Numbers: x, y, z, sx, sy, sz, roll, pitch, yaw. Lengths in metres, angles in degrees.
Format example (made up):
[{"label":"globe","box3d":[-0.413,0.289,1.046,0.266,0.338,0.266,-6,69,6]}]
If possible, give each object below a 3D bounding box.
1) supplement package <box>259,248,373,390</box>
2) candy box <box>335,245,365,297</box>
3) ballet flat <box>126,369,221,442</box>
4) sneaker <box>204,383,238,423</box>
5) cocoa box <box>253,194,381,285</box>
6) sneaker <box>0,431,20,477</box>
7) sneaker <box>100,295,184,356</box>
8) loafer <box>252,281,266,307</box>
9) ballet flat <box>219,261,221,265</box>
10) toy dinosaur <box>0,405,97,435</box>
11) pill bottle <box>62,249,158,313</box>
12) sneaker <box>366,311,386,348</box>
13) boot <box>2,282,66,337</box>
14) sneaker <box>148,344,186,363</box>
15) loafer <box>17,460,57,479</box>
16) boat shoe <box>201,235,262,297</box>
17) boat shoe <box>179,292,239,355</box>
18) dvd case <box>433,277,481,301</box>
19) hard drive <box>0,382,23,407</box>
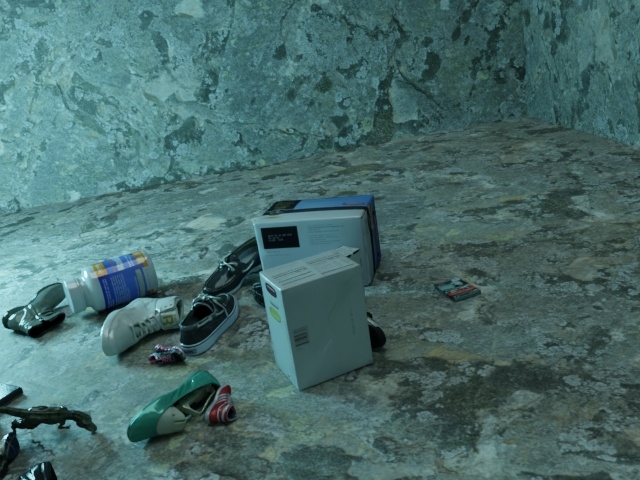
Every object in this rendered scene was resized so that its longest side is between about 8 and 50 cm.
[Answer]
[{"label":"supplement package","box3d":[-0.009,0.184,1.637,0.204,0.261,0.145,-16,21,-20]},{"label":"candy box","box3d":[0.036,0.126,1.924,0.070,0.164,0.196,10,27,39]},{"label":"ballet flat","box3d":[-0.312,0.372,1.524,0.087,0.083,0.247,20,34,29]},{"label":"sneaker","box3d":[-0.208,0.366,1.543,0.067,0.042,0.118,-6,27,20]},{"label":"cocoa box","box3d":[0.000,0.000,2.190,0.347,0.231,0.228,-3,20,16]},{"label":"sneaker","box3d":[-0.698,0.461,1.481,0.058,0.052,0.135,-15,17,4]},{"label":"sneaker","box3d":[-0.490,0.229,1.951,0.169,0.108,0.292,-7,18,14]},{"label":"loafer","box3d":[-0.101,0.161,2.039,0.220,0.080,0.078,7,15,26]},{"label":"ballet flat","box3d":[-0.260,0.083,2.342,0.173,0.049,0.057,-12,21,-9]},{"label":"toy dinosaur","box3d":[-0.641,0.398,1.542,0.268,0.064,0.118,7,-25,-19]},{"label":"pill bottle","box3d":[-0.677,0.138,2.215,0.272,0.152,0.152,-18,22,-27]},{"label":"sneaker","box3d":[0.105,0.208,1.789,0.097,0.084,0.235,-20,22,-32]},{"label":"boot","box3d":[-0.863,0.228,2.182,0.161,0.083,0.246,11,32,28]},{"label":"sneaker","box3d":[-0.404,0.307,1.800,0.119,0.047,0.057,-4,26,36]},{"label":"loafer","box3d":[-0.535,0.494,1.290,0.078,0.076,0.223,-21,18,-18]},{"label":"boat shoe","box3d":[-0.279,0.082,2.239,0.114,0.091,0.302,19,39,24]},{"label":"boat shoe","box3d":[-0.320,0.204,1.947,0.113,0.104,0.306,-1,21,20]},{"label":"dvd case","box3d":[0.389,0.139,1.963,0.087,0.013,0.119,-15,22,-18]},{"label":"hard drive","box3d":[-0.835,0.406,1.731,0.094,0.022,0.135,3,23,29]}]
